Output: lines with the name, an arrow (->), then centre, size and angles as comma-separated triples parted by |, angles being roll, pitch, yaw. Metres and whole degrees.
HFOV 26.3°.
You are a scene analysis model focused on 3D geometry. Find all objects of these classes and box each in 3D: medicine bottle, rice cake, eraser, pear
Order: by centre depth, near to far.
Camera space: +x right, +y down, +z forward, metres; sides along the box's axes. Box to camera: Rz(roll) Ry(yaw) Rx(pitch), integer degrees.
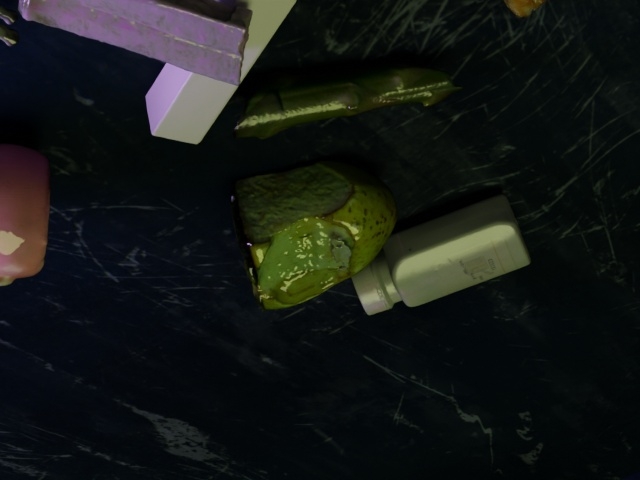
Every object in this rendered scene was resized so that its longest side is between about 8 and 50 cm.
rice cake -> -0.230, -0.287, 1.729 | 0.297, 0.050, 0.106 | 17, 139, -8
eraser -> -0.139, -0.257, 1.850 | 0.078, 0.076, 0.298 | 10, 138, -30
pear -> 0.000, 0.000, 2.191 | 0.255, 0.164, 0.238 | -14, 143, -2
medicine bottle -> 0.201, 0.030, 2.349 | 0.296, 0.111, 0.161 | -23, 144, 9

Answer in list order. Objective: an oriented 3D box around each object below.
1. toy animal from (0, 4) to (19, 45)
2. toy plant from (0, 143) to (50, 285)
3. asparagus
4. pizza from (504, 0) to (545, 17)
toy animal -> -0.443, -0.296, 1.686 | 0.255, 0.090, 0.170 | -38, 134, 27
toy plant -> -0.543, -0.051, 1.857 | 0.356, 0.211, 0.317 | 11, 180, -16
asparagus -> 0.033, -0.211, 1.973 | 0.343, 0.085, 0.082 | -14, 139, -8
pizza -> 0.286, -0.372, 1.874 | 0.099, 0.036, 0.160 | -17, 146, 5
